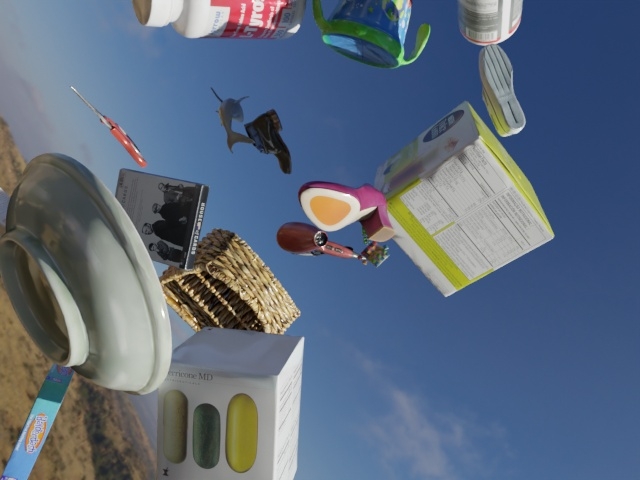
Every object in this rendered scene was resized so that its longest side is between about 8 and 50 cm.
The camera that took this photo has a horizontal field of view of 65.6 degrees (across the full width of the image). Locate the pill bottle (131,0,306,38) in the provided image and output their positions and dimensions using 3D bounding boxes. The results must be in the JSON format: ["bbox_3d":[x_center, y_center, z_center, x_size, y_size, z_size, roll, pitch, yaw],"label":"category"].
[{"bbox_3d":[-0.257,-0.636,1.266,0.229,0.407,0.229,28,-55,50],"label":"pill bottle"}]

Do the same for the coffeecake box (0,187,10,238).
[{"bbox_3d":[-0.643,-0.039,0.922,0.185,0.142,0.068,50,22,-16],"label":"coffeecake box"}]

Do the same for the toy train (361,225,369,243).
[{"bbox_3d":[0.154,-0.028,1.730,0.023,0.017,0.084,172,-91,-69],"label":"toy train"}]

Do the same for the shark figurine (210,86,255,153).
[{"bbox_3d":[-0.266,-0.406,1.559,0.278,0.116,0.166,-101,164,-55],"label":"shark figurine"}]

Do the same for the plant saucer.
[{"bbox_3d":[-0.385,0.075,0.750,0.400,0.100,0.401,19,-58,34],"label":"plant saucer"}]

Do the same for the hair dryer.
[{"bbox_3d":[0.000,0.000,1.251,0.293,0.223,0.080,22,73,-80],"label":"hair dryer"}]

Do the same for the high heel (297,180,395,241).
[{"bbox_3d":[0.037,-0.077,0.818,0.082,0.244,0.117,-40,-124,30],"label":"high heel"}]

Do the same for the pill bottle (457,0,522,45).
[{"bbox_3d":[0.412,-0.627,1.207,0.161,0.161,0.283,52,4,23],"label":"pill bottle"}]

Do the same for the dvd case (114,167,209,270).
[{"bbox_3d":[-0.353,-0.049,1.061,0.238,0.029,0.180,13,-87,27],"label":"dvd case"}]

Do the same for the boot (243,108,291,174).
[{"bbox_3d":[-0.163,-0.293,1.559,0.082,0.106,0.219,45,-24,55],"label":"boot"}]

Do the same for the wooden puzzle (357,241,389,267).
[{"bbox_3d":[0.123,0.031,1.121,0.049,0.083,0.006,41,-34,14],"label":"wooden puzzle"}]

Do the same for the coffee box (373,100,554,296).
[{"bbox_3d":[0.379,-0.122,1.380,0.334,0.338,0.338,-35,-72,27],"label":"coffee box"}]

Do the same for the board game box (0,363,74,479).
[{"bbox_3d":[-0.558,0.352,0.994,0.047,0.211,0.160,24,-1,-20],"label":"board game box"}]

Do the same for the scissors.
[{"bbox_3d":[-0.461,-0.255,1.065,0.109,0.021,0.297,54,-4,26],"label":"scissors"}]

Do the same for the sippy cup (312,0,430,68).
[{"bbox_3d":[0.144,-0.617,1.336,0.239,0.305,0.224,22,-83,30],"label":"sippy cup"}]

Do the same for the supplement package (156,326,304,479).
[{"bbox_3d":[-0.148,0.310,0.857,0.198,0.199,0.263,-35,129,-79],"label":"supplement package"}]

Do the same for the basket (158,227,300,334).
[{"bbox_3d":[-0.222,0.150,1.222,0.299,0.223,0.213,55,-21,-24],"label":"basket"}]

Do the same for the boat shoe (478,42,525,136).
[{"bbox_3d":[0.429,-0.364,1.225,0.076,0.083,0.227,153,-76,-76],"label":"boat shoe"}]
